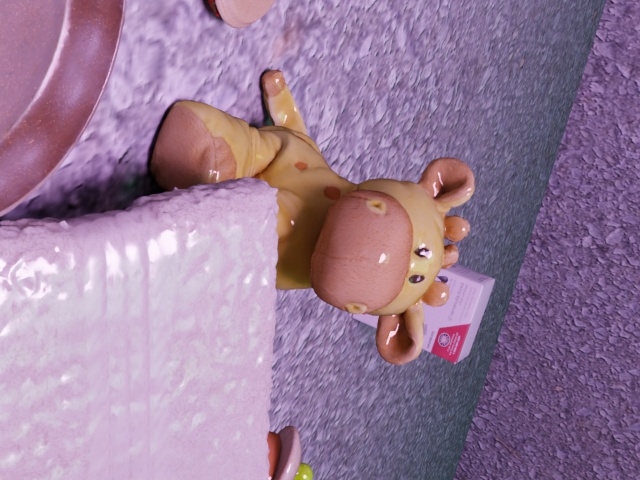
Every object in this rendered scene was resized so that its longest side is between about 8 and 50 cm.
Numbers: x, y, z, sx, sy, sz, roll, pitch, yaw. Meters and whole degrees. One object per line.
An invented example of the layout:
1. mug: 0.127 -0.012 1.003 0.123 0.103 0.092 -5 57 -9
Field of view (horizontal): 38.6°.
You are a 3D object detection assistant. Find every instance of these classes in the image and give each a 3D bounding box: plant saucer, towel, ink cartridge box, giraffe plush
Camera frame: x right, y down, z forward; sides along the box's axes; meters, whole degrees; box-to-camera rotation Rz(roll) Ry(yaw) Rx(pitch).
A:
1. plant saucer: -0.135 -0.085 0.348 0.168 0.029 0.168 -54 156 -38
2. towel: -0.103 0.111 0.480 0.187 0.049 0.282 -15 117 -41
3. ink cartridge box: 0.116 0.067 1.046 0.056 0.135 0.099 -12 121 -65
4. giraffe plush: 0.000 0.000 0.591 0.210 0.170 0.181 -44 150 -51

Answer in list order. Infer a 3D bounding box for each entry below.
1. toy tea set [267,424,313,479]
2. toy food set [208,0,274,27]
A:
1. toy tea set: -0.079 0.296 0.668 0.336 0.124 0.200 -66 -166 -12
2. toy food set: -0.041 -0.165 0.532 0.083 0.020 0.082 -43 149 -51
